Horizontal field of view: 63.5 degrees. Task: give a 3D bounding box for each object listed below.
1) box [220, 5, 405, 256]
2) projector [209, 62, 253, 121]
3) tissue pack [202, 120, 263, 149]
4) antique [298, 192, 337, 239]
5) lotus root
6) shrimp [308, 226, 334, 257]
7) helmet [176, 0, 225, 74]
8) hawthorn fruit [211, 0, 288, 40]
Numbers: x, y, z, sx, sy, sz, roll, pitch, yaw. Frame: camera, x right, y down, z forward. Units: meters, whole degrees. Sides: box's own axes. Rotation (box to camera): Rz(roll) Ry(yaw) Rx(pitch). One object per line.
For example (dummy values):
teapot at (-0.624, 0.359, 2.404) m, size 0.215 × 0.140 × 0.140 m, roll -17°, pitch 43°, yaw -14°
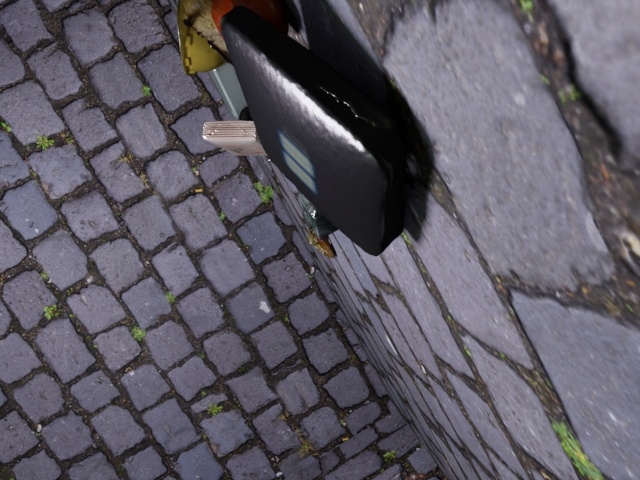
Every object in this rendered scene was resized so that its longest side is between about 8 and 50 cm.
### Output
box at (-0.003, -0.158, 0.818) m, size 0.359 × 0.091 × 0.350 m, roll 44°, pitch 167°, yaw 21°
projector at (-0.293, -0.520, 1.762) m, size 0.192 × 0.099 × 0.256 m, roll 55°, pitch 172°, yaw 49°
tissue pack at (-0.255, -0.333, 1.712) m, size 0.325 × 0.170 × 0.071 m, roll -18°, pitch -69°, yaw -84°
antique at (0.005, -0.084, 1.400) m, size 0.088 × 0.086 × 0.183 m, roll 57°, pitch 174°, yaw 19°
lotus root at (-0.162, -0.414, 0.995) m, size 0.261 × 0.075 × 0.170 m, roll 18°, pitch -125°, yaw -63°
shrimp at (0.001, -0.001, 2.011) m, size 0.145 × 0.061 × 0.267 m, roll 49°, pitch 168°, yaw 20°
helmet at (-0.317, -0.582, 1.468) m, size 0.257 × 0.140 × 0.205 m, roll 111°, pitch 162°, yaw -67°
hawthorn fruit at (-0.114, -0.364, 0.854) m, size 0.128 × 0.128 × 0.128 m, roll 59°, pitch 174°, yaw 10°
